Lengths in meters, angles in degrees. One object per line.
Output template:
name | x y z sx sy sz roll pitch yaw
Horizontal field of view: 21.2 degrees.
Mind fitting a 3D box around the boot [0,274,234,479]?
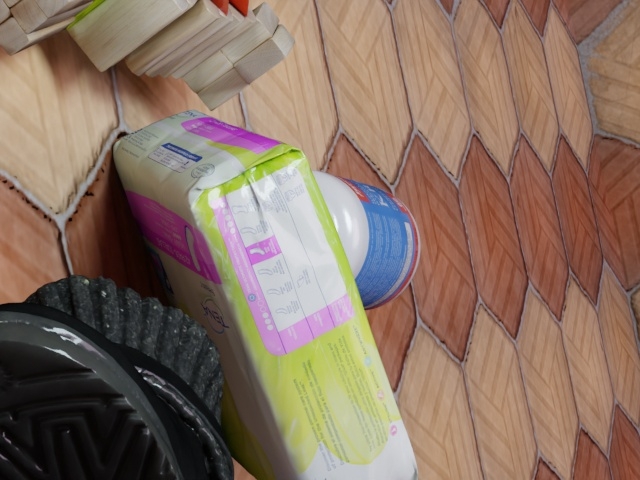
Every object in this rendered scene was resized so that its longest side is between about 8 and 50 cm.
boot | -0.146 0.097 1.051 0.260 0.131 0.348 -106 174 -46

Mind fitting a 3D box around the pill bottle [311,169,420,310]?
pill bottle | 0.000 0.000 1.561 0.221 0.124 0.124 10 70 -68

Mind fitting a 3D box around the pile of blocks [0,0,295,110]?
pile of blocks | -0.132 -0.204 1.292 0.362 0.112 0.149 11 50 -61

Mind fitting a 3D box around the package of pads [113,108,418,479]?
package of pads | -0.043 0.057 1.313 0.229 0.101 0.296 26 -41 65
